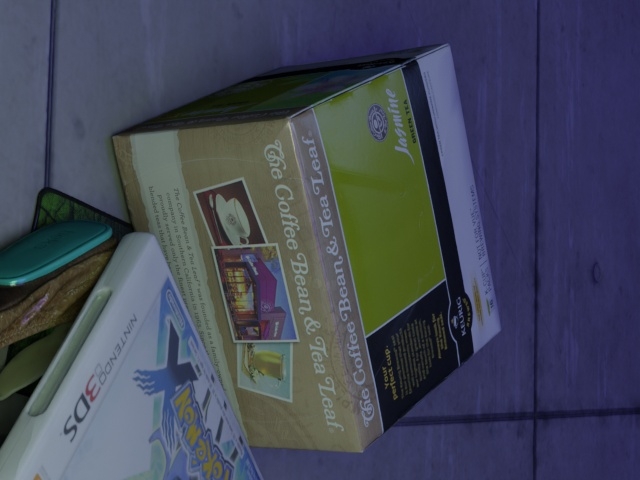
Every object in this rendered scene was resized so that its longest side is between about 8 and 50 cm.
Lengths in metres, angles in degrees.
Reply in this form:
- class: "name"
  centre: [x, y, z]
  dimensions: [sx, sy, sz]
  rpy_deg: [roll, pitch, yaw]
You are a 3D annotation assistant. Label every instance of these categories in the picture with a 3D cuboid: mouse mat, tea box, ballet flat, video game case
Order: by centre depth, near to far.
- class: "ballet flat"
  centre: [-0.283, 0.077, 1.166]
  dimensions: [0.342, 0.116, 0.124]
  rpy_deg: [-25, 119, -57]
- class: "video game case"
  centre: [-0.150, 0.211, 1.226]
  dimensions: [0.300, 0.036, 0.329]
  rpy_deg: [-67, 146, -46]
- class: "mouse mat"
  centre: [-0.223, 0.060, 1.333]
  dimensions: [0.153, 0.007, 0.189]
  rpy_deg: [28, 67, -52]
- class: "tea box"
  centre: [0.000, 0.000, 1.470]
  dimensions: [0.323, 0.220, 0.328]
  rpy_deg: [-30, 113, -54]
